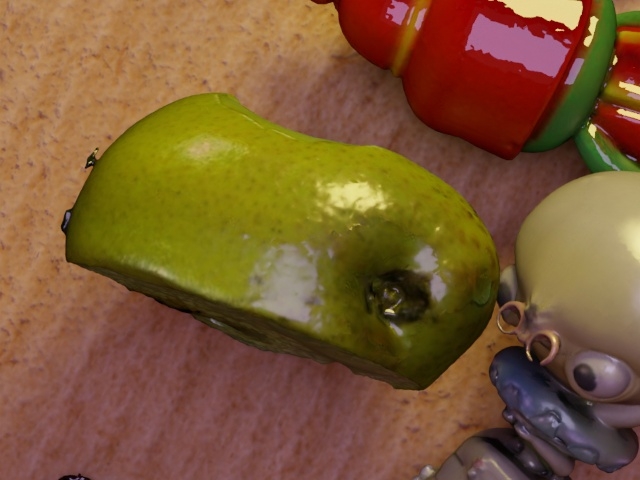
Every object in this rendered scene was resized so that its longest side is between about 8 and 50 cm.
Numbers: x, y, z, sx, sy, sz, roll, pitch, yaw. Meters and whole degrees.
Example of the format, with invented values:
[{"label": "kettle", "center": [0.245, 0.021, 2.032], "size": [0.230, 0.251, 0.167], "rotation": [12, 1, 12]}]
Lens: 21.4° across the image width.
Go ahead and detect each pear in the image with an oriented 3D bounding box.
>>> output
[{"label": "pear", "center": [0.000, 0.000, 1.289], "size": [0.282, 0.286, 0.176], "rotation": [15, 82, 37]}]

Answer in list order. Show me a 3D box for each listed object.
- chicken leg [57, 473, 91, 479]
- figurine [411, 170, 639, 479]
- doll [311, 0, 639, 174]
[{"label": "chicken leg", "center": [-0.232, 0.260, 1.407], "size": [0.062, 0.037, 0.145], "rotation": [36, 82, -10]}, {"label": "figurine", "center": [0.210, 0.142, 1.352], "size": [0.394, 0.275, 0.226], "rotation": [-57, 43, 13]}, {"label": "doll", "center": [0.156, -0.160, 1.392], "size": [0.363, 0.160, 0.182], "rotation": [19, 68, 0]}]
